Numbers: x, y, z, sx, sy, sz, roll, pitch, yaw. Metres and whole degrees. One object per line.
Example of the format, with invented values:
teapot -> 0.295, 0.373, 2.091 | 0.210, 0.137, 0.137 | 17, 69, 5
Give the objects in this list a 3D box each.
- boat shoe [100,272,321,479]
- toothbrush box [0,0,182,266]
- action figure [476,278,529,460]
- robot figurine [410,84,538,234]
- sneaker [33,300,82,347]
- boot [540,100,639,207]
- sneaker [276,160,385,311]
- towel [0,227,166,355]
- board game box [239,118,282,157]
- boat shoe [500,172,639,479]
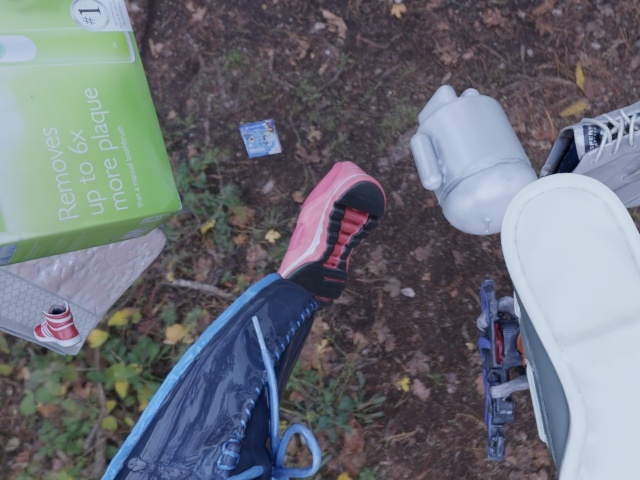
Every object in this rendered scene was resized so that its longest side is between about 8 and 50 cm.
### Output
boat shoe -> -0.059, 0.137, 0.323 | 0.089, 0.109, 0.258 | 25, 65, 13
toothbrush box -> -0.288, -0.084, 0.525 | 0.122, 0.283, 0.206 | -21, 83, 58
action figure -> 0.400, 0.242, 1.171 | 0.178, 0.330, 0.342 | 3, 84, -10
robot figurine -> 0.325, -0.160, 1.329 | 0.200, 0.299, 0.354 | 122, 139, -52
sneaker -> -0.429, 0.129, 1.012 | 0.118, 0.042, 0.067 | 2, 113, 39
boot -> 0.337, -0.107, 0.681 | 0.123, 0.258, 0.095 | 3, 66, -6
sneaker -> 0.001, 0.000, 1.113 | 0.314, 0.115, 0.136 | -57, 32, 22
towel -> -0.467, 0.047, 1.180 | 0.053, 0.332, 0.317 | 31, 78, 27
board game box -> -0.156, -0.266, 1.658 | 0.090, 0.090, 0.020 | -9, 34, 14
boat shoe -> 0.205, 0.110, 0.440 | 0.116, 0.099, 0.320 | -18, 86, 16
